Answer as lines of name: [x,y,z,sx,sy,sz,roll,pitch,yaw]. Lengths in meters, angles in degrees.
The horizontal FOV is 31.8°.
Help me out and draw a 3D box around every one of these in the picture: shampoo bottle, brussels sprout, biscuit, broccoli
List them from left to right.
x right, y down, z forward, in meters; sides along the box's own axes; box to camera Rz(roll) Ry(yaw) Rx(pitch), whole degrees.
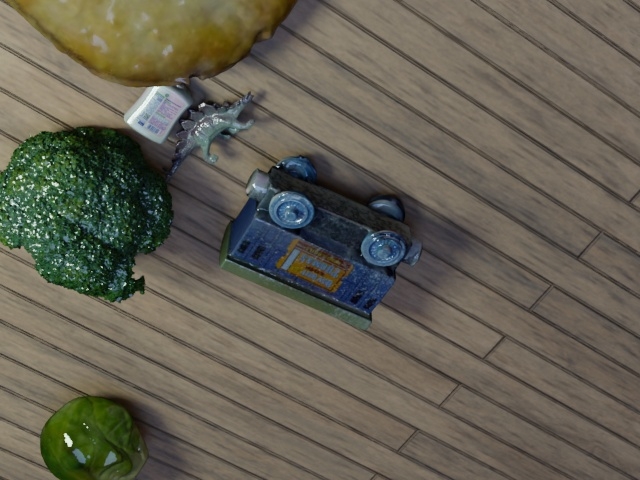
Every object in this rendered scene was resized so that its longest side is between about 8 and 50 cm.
broccoli: [-0.354,-0.040,1.669,0.269,0.261,0.241,2,159,-1]
brussels sprout: [-0.392,0.353,1.932,0.161,0.144,0.180,-41,106,-19]
biscuit: [-0.212,-0.416,1.473,0.429,0.104,0.446,-43,125,5]
shampoo bottle: [-0.236,-0.200,1.662,0.072,0.043,0.099,31,114,-20]

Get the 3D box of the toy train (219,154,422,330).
toy train: [0.000,0.000,1.755,0.300,0.131,0.202,24,124,-16]

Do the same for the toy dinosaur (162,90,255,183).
toy dinosaur: [-0.180,-0.157,1.693,0.082,0.039,0.209,37,112,-22]
